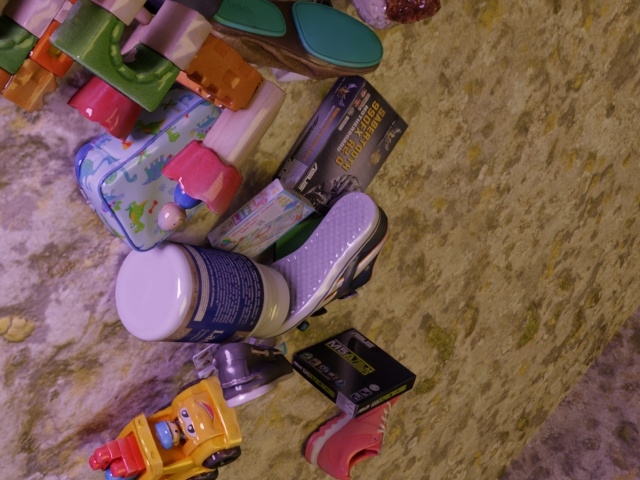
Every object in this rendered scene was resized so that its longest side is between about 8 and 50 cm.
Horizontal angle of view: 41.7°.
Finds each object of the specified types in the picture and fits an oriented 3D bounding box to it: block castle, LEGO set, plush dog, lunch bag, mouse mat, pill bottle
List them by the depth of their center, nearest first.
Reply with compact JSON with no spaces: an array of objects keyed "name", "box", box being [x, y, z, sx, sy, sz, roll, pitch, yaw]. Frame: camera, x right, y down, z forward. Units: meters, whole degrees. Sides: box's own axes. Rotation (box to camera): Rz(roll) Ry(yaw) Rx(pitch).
[{"name":"block castle","box":[-0.279,-0.202,0.854,0.212,0.303,0.453,-55,144,0]},{"name":"lunch bag","box":[-0.224,-0.100,1.184,0.219,0.090,0.176,-43,142,-18]},{"name":"plush dog","box":[0.104,-0.424,1.238,0.211,0.262,0.225,2,109,-14]},{"name":"pill bottle","box":[-0.178,0.087,1.334,0.265,0.153,0.153,12,108,-53]},{"name":"mouse mat","box":[0.000,0.000,1.534,0.190,0.007,0.152,-20,147,-19]},{"name":"LEGO set","box":[-0.132,0.187,1.580,0.244,0.060,0.182,-33,146,-19]}]

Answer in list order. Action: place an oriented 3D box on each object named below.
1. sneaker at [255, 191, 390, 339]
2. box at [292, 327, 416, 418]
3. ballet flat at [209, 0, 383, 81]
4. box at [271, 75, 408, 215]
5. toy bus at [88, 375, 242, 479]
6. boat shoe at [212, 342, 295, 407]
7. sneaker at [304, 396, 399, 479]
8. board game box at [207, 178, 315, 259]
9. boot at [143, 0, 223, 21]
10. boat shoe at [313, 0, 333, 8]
[{"name":"sneaker","box":[0.002,0.064,1.482,0.321,0.126,0.127,-43,146,6]},{"name":"box","box":[0.069,0.270,1.741,0.184,0.191,0.045,-19,132,-40]},{"name":"ballet flat","box":[-0.066,-0.281,1.209,0.343,0.116,0.124,-2,159,-43]},{"name":"box","box":[0.039,-0.156,1.481,0.231,0.056,0.183,-56,145,0]},{"name":"toy bus","box":[-0.266,0.338,1.401,0.212,0.149,0.220,-4,148,-40]},{"name":"boat shoe","box":[-0.113,0.209,1.430,0.112,0.095,0.335,-19,176,1]},{"name":"sneaker","box":[0.114,0.441,1.978,0.314,0.136,0.116,-41,143,-20]},{"name":"board game box","box":[-0.097,-0.030,1.396,0.154,0.026,0.103,-38,148,13]},{"name":"boot","box":[-0.177,-0.483,0.882,0.367,0.146,0.445,-49,142,4]},{"name":"boat shoe","box":[0.016,-0.330,1.330,0.046,0.038,0.125,-37,141,-25]}]
